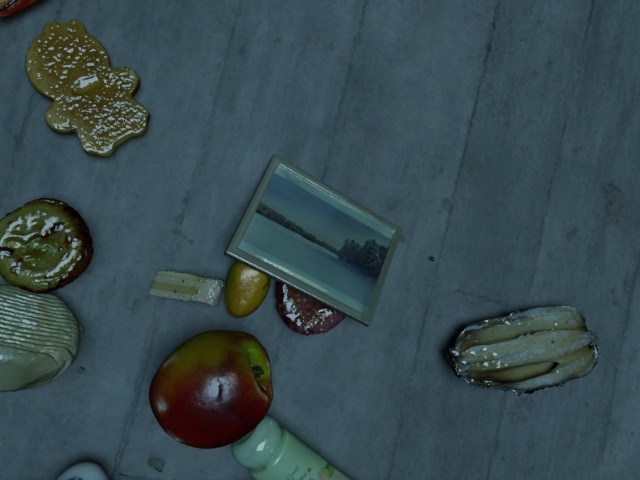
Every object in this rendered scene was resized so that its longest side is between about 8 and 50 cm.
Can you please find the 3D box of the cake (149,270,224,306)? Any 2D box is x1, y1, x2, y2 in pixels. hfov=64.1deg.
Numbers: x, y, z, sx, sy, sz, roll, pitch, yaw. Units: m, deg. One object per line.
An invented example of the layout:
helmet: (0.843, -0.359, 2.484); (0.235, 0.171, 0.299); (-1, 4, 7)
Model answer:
cake: (-0.228, 0.078, 0.868); (0.121, 0.065, 0.052); (11, 84, -9)

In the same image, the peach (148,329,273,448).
peach: (-0.178, 0.239, 0.818); (0.197, 0.197, 0.197); (0, 89, -16)

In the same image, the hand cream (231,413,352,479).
hand cream: (-0.033, 0.431, 0.912); (0.147, 0.093, 0.306); (-43, 110, -8)

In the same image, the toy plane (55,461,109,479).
toy plane: (-0.386, 0.467, 0.764); (0.252, 0.118, 0.252); (4, 64, -7)

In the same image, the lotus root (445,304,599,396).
lotus root: (0.403, 0.230, 1.043); (0.330, 0.078, 0.167); (-4, 68, -15)

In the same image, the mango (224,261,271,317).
mango: (-0.129, 0.081, 0.894); (0.079, 0.057, 0.114); (23, 86, -22)

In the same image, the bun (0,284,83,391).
bun: (-0.458, 0.155, 0.764); (0.173, 0.166, 0.113); (36, 116, -3)

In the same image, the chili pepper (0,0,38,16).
chili pepper: (-0.421, -0.435, 0.816); (0.059, 0.050, 0.268); (39, 80, 8)

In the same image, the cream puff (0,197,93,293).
cream puff: (-0.429, 0.010, 0.792); (0.149, 0.084, 0.149); (3, 79, -14)

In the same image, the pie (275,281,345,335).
pie: (-0.010, 0.102, 0.938); (0.154, 0.038, 0.153); (0, 88, -18)

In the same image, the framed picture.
framed picture: (0.000, 0.000, 0.923); (0.289, 0.016, 0.213); (29, 65, -14)

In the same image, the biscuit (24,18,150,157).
biscuit: (-0.385, -0.248, 0.834); (0.166, 0.036, 0.225); (-40, 97, -14)
